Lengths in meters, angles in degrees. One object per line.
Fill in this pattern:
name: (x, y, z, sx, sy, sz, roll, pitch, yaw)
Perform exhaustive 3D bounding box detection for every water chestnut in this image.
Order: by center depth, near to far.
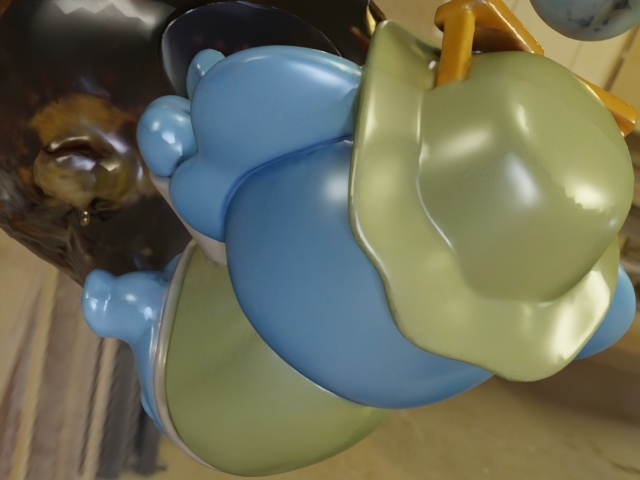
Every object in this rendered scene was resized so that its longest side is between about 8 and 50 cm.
water chestnut: (-0.080, -0.086, 0.902, 0.335, 0.335, 0.347, 22, 24, -6)

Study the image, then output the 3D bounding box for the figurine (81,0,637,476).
figurine: (0.000, 0.004, 0.510, 0.262, 0.180, 0.154, -17, 15, 31)

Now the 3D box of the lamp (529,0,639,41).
lamp: (0.206, -0.202, 0.955, 0.105, 0.105, 0.105, 22, 13, -5)
